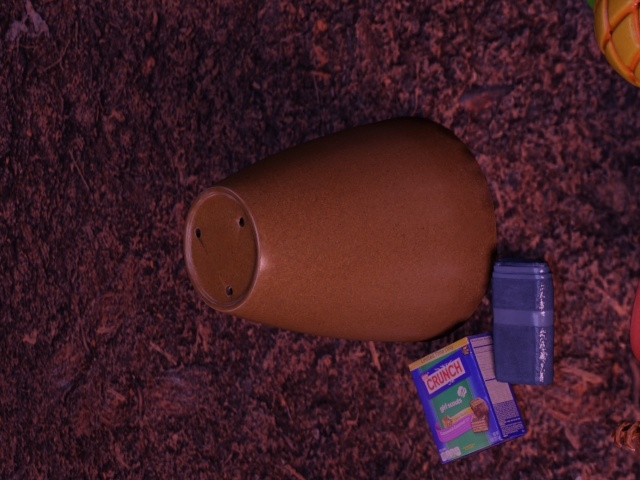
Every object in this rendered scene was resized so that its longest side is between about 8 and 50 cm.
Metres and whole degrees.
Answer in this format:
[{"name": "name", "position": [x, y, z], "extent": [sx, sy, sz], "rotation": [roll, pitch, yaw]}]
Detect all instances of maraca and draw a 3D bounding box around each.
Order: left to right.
[{"name": "maraca", "position": [0.271, -0.189, 1.080], "extent": [0.185, 0.099, 0.127], "rotation": [-125, 27, -52]}]

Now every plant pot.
[{"name": "plant pot", "position": [0.000, 0.000, 1.282], "extent": [0.237, 0.254, 0.237], "rotation": [9, 102, 48]}]

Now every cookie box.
[{"name": "cookie box", "position": [0.145, 0.157, 1.296], "extent": [0.092, 0.040, 0.107], "rotation": [-33, 69, 45]}]

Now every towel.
[{"name": "towel", "position": [0.195, 0.077, 1.241], "extent": [0.067, 0.029, 0.119], "rotation": [4, 96, 48]}]

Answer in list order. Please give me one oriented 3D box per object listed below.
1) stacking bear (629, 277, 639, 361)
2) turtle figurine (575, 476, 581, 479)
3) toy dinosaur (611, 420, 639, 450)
[{"name": "stacking bear", "position": [0.384, 0.082, 0.924], "extent": [0.289, 0.175, 0.164], "rotation": [30, 98, 36]}, {"name": "turtle figurine", "position": [0.121, 0.381, 1.236], "extent": [0.275, 0.198, 0.266], "rotation": [-21, 83, 51]}, {"name": "toy dinosaur", "position": [0.376, 0.226, 1.007], "extent": [0.322, 0.164, 0.218], "rotation": [33, 104, 61]}]
